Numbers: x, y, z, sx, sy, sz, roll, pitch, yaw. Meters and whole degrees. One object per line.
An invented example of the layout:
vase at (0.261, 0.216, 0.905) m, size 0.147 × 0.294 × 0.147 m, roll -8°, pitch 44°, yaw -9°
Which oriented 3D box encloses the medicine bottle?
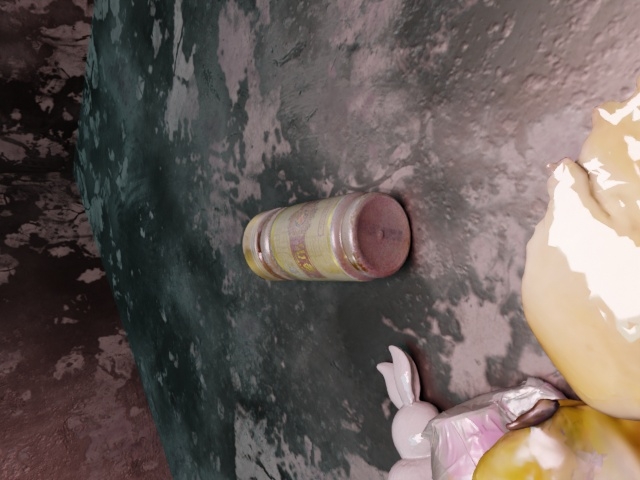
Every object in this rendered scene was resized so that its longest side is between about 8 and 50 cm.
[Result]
medicine bottle at (0.000, 0.000, 0.860) m, size 0.323 × 0.151 × 0.151 m, roll -6°, pitch 92°, yaw 51°

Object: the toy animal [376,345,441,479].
toy animal at (0.167, 0.292, 0.776) m, size 0.103 × 0.131 × 0.220 m, roll 85°, pitch -175°, yaw -60°

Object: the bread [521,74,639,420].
bread at (0.316, -0.013, 0.231) m, size 0.423 × 0.329 × 0.245 m, roll -55°, pitch 16°, yaw 32°

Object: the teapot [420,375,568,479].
teapot at (0.241, 0.290, 0.612) m, size 0.222 × 0.164 × 0.178 m, roll -40°, pitch 62°, yaw 46°

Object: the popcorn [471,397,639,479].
popcorn at (0.332, 0.268, 0.430) m, size 0.297 × 0.281 × 0.316 m, roll -42°, pitch 42°, yaw -2°
